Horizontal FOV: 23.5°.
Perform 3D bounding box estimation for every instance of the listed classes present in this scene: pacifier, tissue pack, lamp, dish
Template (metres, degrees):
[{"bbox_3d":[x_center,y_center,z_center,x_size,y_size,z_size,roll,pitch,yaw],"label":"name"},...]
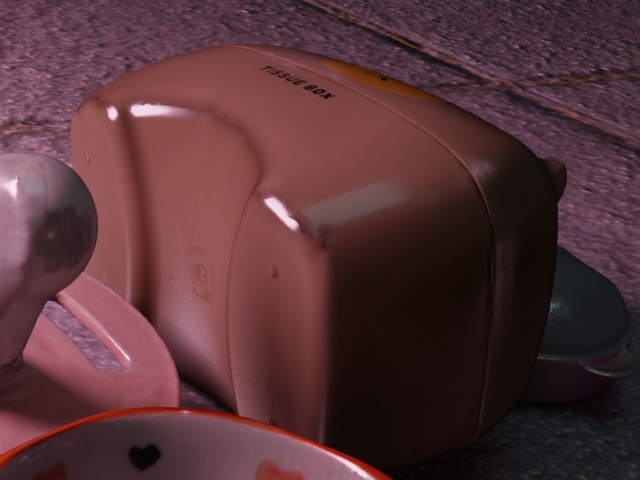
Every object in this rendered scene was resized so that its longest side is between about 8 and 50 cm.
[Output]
[{"bbox_3d":[-0.229,0.076,1.023,0.220,0.273,0.332,3,14,38],"label":"pacifier"},{"bbox_3d":[0.000,0.000,1.198,0.277,0.267,0.387,-13,27,-33],"label":"tissue pack"},{"bbox_3d":[0.181,0.052,1.356,0.179,0.108,0.246,10,21,-6],"label":"lamp"},{"bbox_3d":[-0.074,0.198,0.876,0.256,0.117,0.256,6,18,-2],"label":"dish"}]
